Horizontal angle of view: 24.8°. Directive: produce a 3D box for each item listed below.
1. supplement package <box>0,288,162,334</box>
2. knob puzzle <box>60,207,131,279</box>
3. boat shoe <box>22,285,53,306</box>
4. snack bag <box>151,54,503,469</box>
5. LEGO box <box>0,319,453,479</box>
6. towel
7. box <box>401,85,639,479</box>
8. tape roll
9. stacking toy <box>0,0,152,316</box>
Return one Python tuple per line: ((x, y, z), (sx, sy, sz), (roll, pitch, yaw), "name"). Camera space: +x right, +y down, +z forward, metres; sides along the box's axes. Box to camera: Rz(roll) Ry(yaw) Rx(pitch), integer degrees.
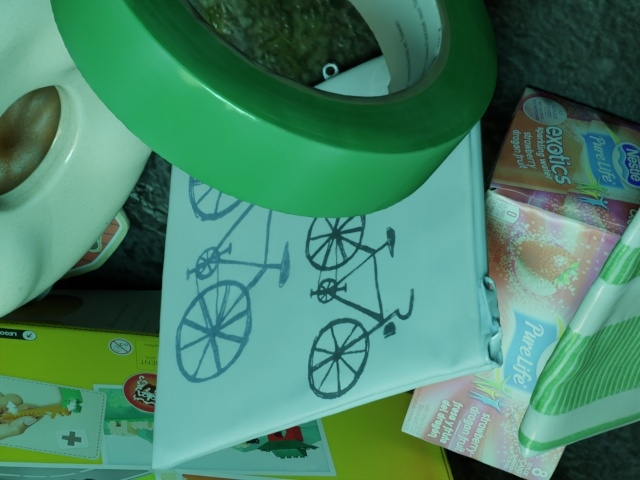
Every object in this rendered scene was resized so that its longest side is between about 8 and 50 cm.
((-0.256, 0.142, 1.516), (0.244, 0.139, 0.134), (-1, 129, 24), "supplement package")
((-0.284, -0.029, 1.460), (0.213, 0.030, 0.213), (12, 131, 14), "knob puzzle")
((-0.387, -0.045, 1.402), (0.320, 0.103, 0.118), (23, 127, 3), "boat shoe")
((0.000, 0.000, 1.176), (0.342, 0.323, 0.037), (-22, 142, 32), "snack bag")
((-0.132, 0.271, 1.250), (0.500, 0.372, 0.193), (7, 128, -16), "LEGO box")
((0.289, 0.026, 1.104), (0.038, 0.248, 0.325), (49, 130, 32), "towel")
((0.183, 0.044, 1.233), (0.142, 0.154, 0.300), (20, 132, 7), "box")
((-0.028, -0.166, 1.030), (0.321, 0.321, 0.077), (34, 133, -7), "tape roll")
((-0.400, -0.177, 1.262), (0.480, 0.350, 0.350), (32, 137, 22), "stacking toy")
